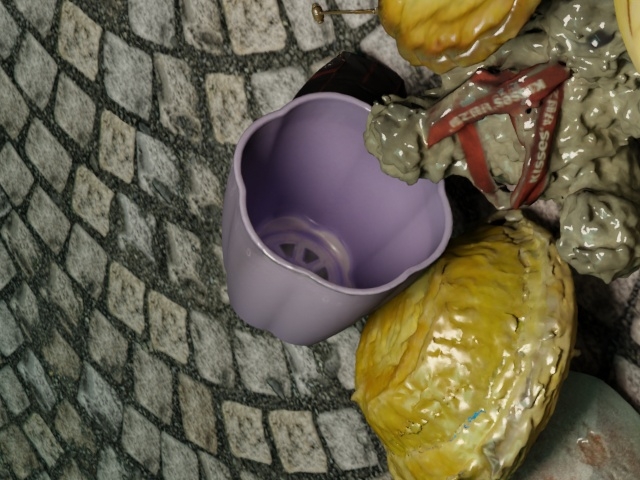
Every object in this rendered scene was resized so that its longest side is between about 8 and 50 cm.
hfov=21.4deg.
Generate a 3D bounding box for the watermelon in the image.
[{"bbox_3d":[0.300,0.338,2.043,0.387,0.258,0.228,53,139,19],"label":"watermelon"}]

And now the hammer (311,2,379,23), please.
[{"bbox_3d":[0.033,-0.294,2.187,0.123,0.014,0.029,6,124,46],"label":"hammer"}]

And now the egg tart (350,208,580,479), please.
[{"bbox_3d":[0.156,0.132,2.037,0.388,0.169,0.387,-51,27,39],"label":"egg tart"}]

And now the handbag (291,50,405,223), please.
[{"bbox_3d":[0.017,-0.120,2.176,0.155,0.169,0.215,25,134,0],"label":"handbag"}]

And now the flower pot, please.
[{"bbox_3d":[0.000,0.000,2.014,0.265,0.265,0.243,51,150,16],"label":"flower pot"}]

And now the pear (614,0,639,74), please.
[{"bbox_3d":[0.411,-0.239,1.538,0.309,0.309,0.309,27,129,38],"label":"pear"}]

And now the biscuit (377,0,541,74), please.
[{"bbox_3d":[0.170,-0.344,1.811,0.329,0.078,0.335,-54,39,16],"label":"biscuit"}]

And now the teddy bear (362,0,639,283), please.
[{"bbox_3d":[0.261,-0.185,1.835,0.357,0.224,0.367,30,131,17],"label":"teddy bear"}]
